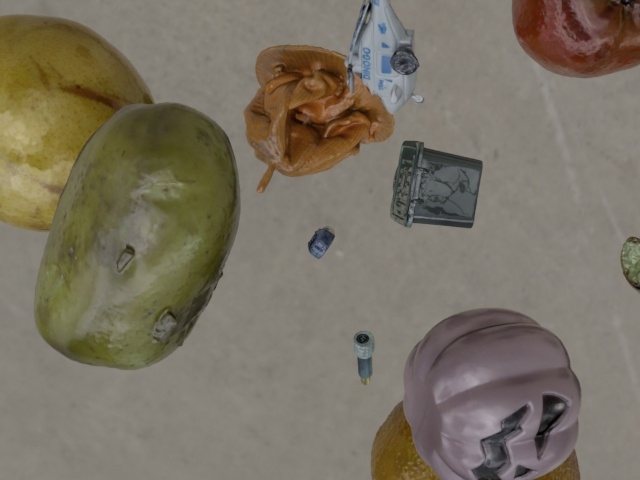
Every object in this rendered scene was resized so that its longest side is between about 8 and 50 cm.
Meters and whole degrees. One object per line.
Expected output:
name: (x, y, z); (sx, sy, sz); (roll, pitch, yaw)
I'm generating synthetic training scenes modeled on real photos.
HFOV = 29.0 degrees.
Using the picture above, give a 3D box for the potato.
potato: (-0.150, -0.002, 1.037); (0.148, 0.228, 0.197); (15, 180, -14)

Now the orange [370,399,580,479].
orange: (0.202, 0.309, 1.640); (0.274, 0.274, 0.274); (10, 139, 9)

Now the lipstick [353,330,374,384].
lipstick: (0.075, 0.201, 2.069); (0.037, 0.037, 0.116); (7, 138, 13)

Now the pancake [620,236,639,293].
pancake: (0.568, 0.115, 1.500); (0.426, 0.067, 0.305); (33, 164, -28)

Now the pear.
pear: (-0.383, -0.159, 1.718); (0.314, 0.314, 0.314); (10, 139, 9)

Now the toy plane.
toy plane: (0.084, -0.286, 1.600); (0.107, 0.182, 0.273); (6, 115, 10)

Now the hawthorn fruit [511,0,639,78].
hawthorn fruit: (0.332, -0.299, 1.604); (0.196, 0.197, 0.225); (36, 161, -19)

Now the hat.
hat: (-0.039, -0.155, 1.975); (0.244, 0.233, 0.233); (44, 147, -22)

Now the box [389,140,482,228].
box: (0.113, -0.052, 1.214); (0.069, 0.122, 0.084); (10, 95, -6)

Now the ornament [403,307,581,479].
ornament: (0.169, 0.152, 1.187); (0.177, 0.177, 0.177); (10, 139, 9)

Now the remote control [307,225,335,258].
remote control: (0.001, 0.001, 1.607); (0.027, 0.043, 0.152); (28, -179, 1)
